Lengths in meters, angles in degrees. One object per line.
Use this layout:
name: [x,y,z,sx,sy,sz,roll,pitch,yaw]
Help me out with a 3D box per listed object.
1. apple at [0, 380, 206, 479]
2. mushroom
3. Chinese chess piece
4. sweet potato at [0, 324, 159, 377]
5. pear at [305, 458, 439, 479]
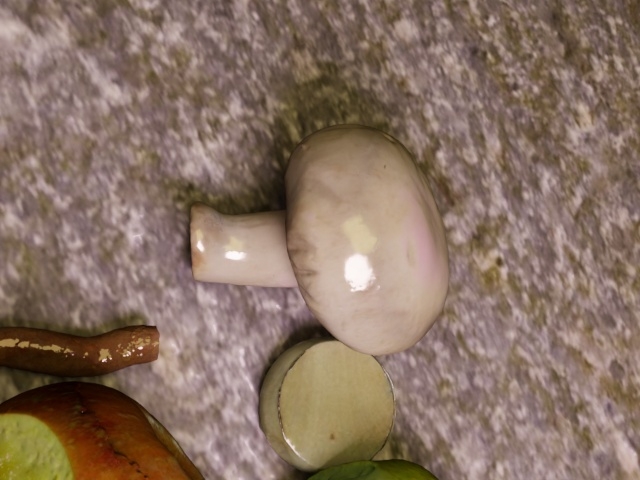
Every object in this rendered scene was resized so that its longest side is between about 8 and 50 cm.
apple: [-0.272,0.356,1.175,0.374,0.374,0.384,-45,102,-23]
mushroom: [0.029,-0.019,1.399,0.356,0.315,0.315,31,70,-15]
Chinese chess piece: [0.008,0.226,1.454,0.188,0.083,0.189,5,78,-23]
sweet potato: [-0.347,0.141,1.347,0.281,0.059,0.067,1,100,-19]
pear: [0.064,0.425,1.322,0.238,0.342,0.318,41,55,-29]
